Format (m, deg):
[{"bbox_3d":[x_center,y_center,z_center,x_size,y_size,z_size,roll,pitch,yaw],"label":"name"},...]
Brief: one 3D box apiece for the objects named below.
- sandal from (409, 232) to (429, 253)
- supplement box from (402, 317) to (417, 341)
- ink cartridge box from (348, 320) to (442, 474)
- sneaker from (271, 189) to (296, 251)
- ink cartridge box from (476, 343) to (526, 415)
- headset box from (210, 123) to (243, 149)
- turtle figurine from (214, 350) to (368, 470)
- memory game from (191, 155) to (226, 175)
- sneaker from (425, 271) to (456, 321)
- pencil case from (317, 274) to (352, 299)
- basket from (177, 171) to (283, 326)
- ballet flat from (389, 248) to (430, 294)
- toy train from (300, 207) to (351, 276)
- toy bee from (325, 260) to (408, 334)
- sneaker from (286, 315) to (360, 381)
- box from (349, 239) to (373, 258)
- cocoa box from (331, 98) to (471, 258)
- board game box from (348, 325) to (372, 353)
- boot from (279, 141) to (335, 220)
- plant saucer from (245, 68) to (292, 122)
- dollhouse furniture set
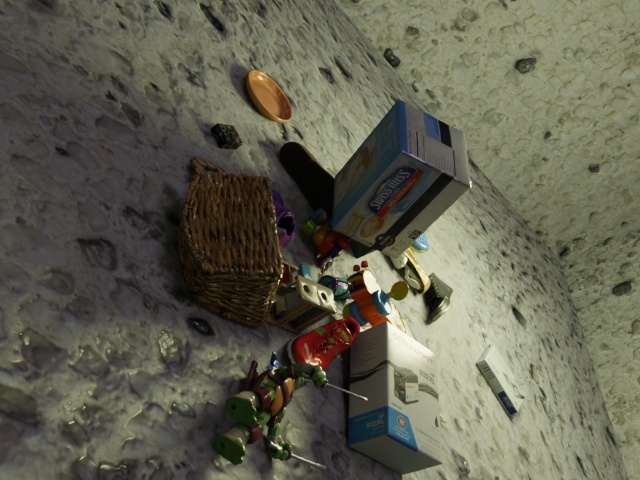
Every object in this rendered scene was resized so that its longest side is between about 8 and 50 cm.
[{"bbox_3d":[0.328,-0.103,2.527,0.126,0.138,0.317,9,54,-57],"label":"sandal"},{"bbox_3d":[0.221,0.274,1.969,0.083,0.056,0.083,-2,61,-59],"label":"supplement box"},{"bbox_3d":[0.188,0.393,1.729,0.223,0.129,0.307,36,41,-33],"label":"ink cartridge box"},{"bbox_3d":[-0.109,-0.055,1.799,0.095,0.104,0.236,37,32,-31],"label":"sneaker"},{"bbox_3d":[0.670,0.499,2.526,0.223,0.045,0.224,58,27,4],"label":"ink cartridge box"},{"bbox_3d":[-0.254,-0.284,1.889,0.083,0.032,0.062,-8,67,-61],"label":"headset box"},{"bbox_3d":[-0.060,0.343,1.347,0.275,0.198,0.266,57,31,10],"label":"turtle figurine"},{"bbox_3d":[-0.246,-0.144,1.719,0.186,0.012,0.186,40,15,-13],"label":"memory game"},{"bbox_3d":[0.391,0.196,2.385,0.118,0.083,0.222,45,25,1],"label":"sneaker"},{"bbox_3d":[0.060,0.130,1.908,0.151,0.070,0.064,10,60,-53],"label":"pencil case"},{"bbox_3d":[-0.215,0.022,1.548,0.213,0.223,0.299,1,51,-15],"label":"basket"},{"bbox_3d":[0.293,0.088,2.330,0.232,0.080,0.073,49,40,-13],"label":"ballet flat"},{"bbox_3d":[0.000,0.000,1.932,0.143,0.105,0.248,44,29,1],"label":"toy train"},{"bbox_3d":[0.136,0.137,1.814,0.162,0.195,0.298,-87,162,-45],"label":"toy bee"},{"bbox_3d":[0.015,0.243,1.658,0.107,0.118,0.279,56,27,1],"label":"sneaker"},{"bbox_3d":[0.183,-0.028,2.186,0.093,0.156,0.158,61,28,6],"label":"box"},{"bbox_3d":[0.212,-0.163,1.905,0.228,0.347,0.231,23,44,-20],"label":"cocoa box"},{"bbox_3d":[0.166,0.308,1.935,0.281,0.027,0.145,9,53,-55],"label":"board game box"},{"bbox_3d":[0.000,-0.177,2.118,0.305,0.112,0.115,55,16,2],"label":"boot"},{"bbox_3d":[-0.170,-0.456,2.206,0.200,0.037,0.200,40,31,-30],"label":"plant saucer"},{"bbox_3d":[-0.065,0.106,1.666,0.129,0.129,0.184,28,39,-43],"label":"dollhouse furniture set"}]
